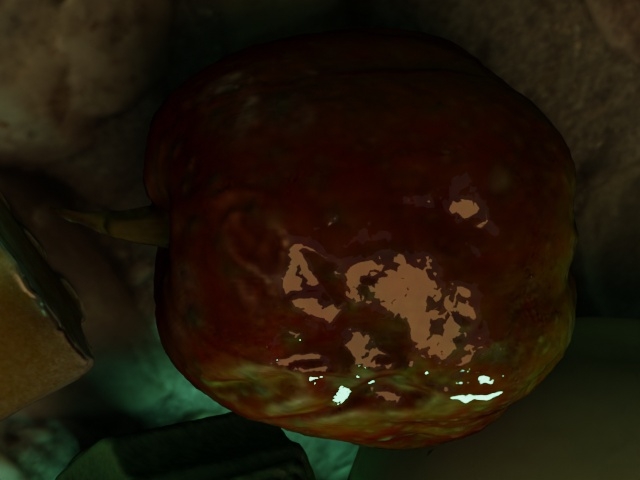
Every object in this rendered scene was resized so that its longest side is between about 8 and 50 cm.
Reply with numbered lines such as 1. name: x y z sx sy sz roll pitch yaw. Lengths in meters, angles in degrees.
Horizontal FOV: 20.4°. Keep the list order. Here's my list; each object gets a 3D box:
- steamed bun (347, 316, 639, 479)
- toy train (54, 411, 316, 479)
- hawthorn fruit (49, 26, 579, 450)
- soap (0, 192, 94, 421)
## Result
1. steamed bun: 0.196 0.212 1.157 0.373 0.334 0.334 6 122 -1
2. toy train: -0.073 0.253 1.118 0.167 0.299 0.238 -10 161 -36
3. hawthorn fruit: 0.024 0.000 1.010 0.261 0.258 0.258 -1 125 -41
4. soap: -0.294 0.068 1.058 0.274 0.089 0.173 -29 127 4
